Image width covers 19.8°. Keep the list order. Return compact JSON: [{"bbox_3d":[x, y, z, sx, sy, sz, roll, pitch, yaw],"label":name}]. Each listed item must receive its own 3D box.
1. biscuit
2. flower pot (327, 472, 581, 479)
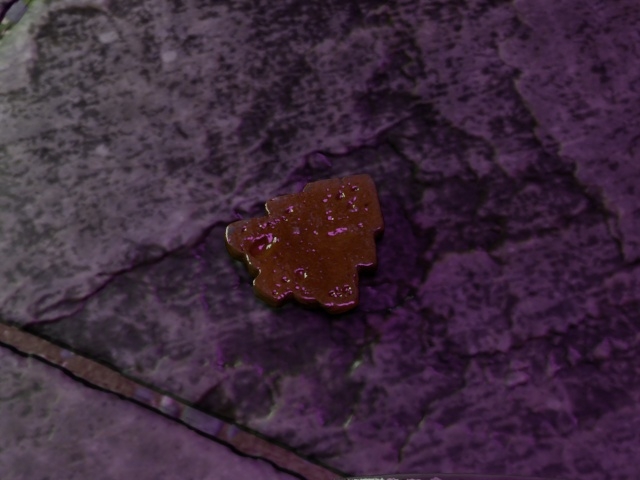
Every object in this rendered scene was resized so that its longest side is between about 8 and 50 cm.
[{"bbox_3d":[0.000,0.000,1.333,0.119,0.019,0.130,32,62,24],"label":"biscuit"},{"bbox_3d":[0.093,0.214,1.073,0.235,0.235,0.140,5,77,7],"label":"flower pot"}]
